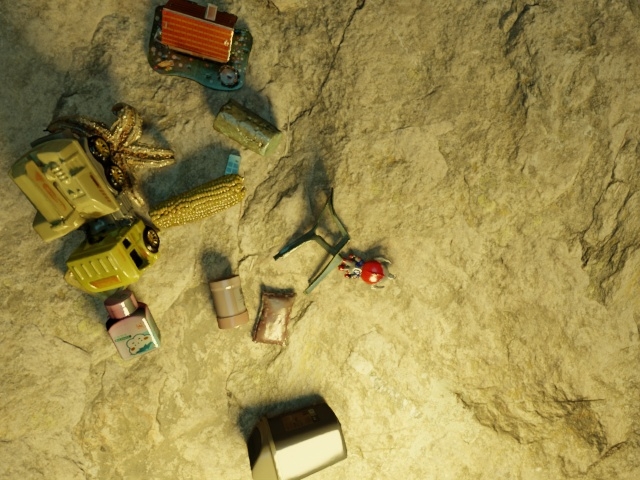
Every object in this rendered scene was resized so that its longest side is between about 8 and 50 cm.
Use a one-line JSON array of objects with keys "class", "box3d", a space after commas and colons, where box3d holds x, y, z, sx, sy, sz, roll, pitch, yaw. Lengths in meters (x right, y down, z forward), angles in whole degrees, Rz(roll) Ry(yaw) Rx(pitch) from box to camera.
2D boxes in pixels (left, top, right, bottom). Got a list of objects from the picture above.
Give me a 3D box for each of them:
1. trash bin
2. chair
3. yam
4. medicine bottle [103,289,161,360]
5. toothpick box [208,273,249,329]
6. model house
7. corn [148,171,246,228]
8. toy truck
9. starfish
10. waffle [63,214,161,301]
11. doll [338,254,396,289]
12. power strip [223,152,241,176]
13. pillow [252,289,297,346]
[{"class": "trash bin", "box3d": [-0.080, 0.635, 1.328, 0.291, 0.209, 0.182, -14, 95, -14]}, {"class": "chair", "box3d": [0.000, 0.000, 1.300, 0.275, 0.203, 0.190, -43, 88, 1]}, {"class": "yam", "box3d": [-0.214, -0.333, 1.286, 0.194, 0.107, 0.107, 30, 89, -11]}, {"class": "medicine bottle", "box3d": [-0.557, 0.244, 1.248, 0.119, 0.094, 0.187, -19, 116, -12]}, {"class": "toothpick box", "box3d": [-0.282, 0.187, 1.313, 0.099, 0.098, 0.148, -12, 96, -8]}, {"class": "model house", "box3d": [-0.351, -0.571, 1.222, 0.294, 0.154, 0.206, 12, 91, -11]}, {"class": "corn", "box3d": [-0.354, -0.115, 1.281, 0.311, 0.101, 0.101, -25, 98, -4]}, {"class": "toy truck", "box3d": [-0.583, -0.062, 1.069, 0.181, 0.254, 0.404, -14, 118, 11]}, {"class": "starfish", "box3d": [-0.586, -0.234, 1.205, 0.303, 0.113, 0.312, -36, 101, -15]}, {"class": "waffle", "box3d": [-0.619, 0.046, 1.268, 0.168, 0.057, 0.274, 33, 89, -9]}, {"class": "doll", "box3d": [0.157, 0.101, 1.402, 0.195, 0.062, 0.104, 14, 74, -2]}, {"class": "power strip", "box3d": [-0.274, -0.226, 1.327, 0.040, 0.016, 0.089, 14, 92, -10]}, {"class": "pillow", "box3d": [-0.147, 0.250, 1.368, 0.118, 0.043, 0.184, 11, 92, -12]}]
